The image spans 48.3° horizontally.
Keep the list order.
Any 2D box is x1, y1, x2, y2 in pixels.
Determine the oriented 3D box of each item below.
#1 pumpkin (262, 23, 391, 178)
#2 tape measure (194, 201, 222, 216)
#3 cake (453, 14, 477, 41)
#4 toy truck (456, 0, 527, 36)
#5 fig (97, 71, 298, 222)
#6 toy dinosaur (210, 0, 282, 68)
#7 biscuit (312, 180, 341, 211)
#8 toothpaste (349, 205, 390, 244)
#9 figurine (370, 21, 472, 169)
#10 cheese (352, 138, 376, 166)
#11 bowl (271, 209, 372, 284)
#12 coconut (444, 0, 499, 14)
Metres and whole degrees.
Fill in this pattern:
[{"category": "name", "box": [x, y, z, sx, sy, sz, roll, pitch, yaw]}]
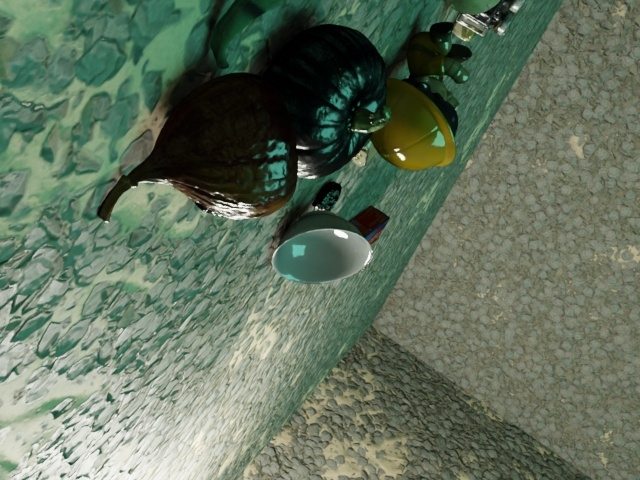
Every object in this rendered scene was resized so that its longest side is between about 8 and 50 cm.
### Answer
[{"category": "pumpkin", "box": [0.001, -0.167, 0.870, 0.194, 0.150, 0.194, -33, 170, -6]}, {"category": "tape measure", "box": [-0.114, -0.073, 0.858, 0.091, 0.054, 0.094, -51, 160, -16]}, {"category": "cake", "box": [0.333, -0.476, 1.544, 0.140, 0.051, 0.055, -44, 162, -50]}, {"category": "toy truck", "box": [0.353, -0.520, 1.314, 0.272, 0.124, 0.157, -59, -176, 43]}, {"category": "fig", "box": [-0.128, -0.086, 0.706, 0.201, 0.146, 0.134, -11, 149, -12]}, {"category": "toy dinosaur", "box": [-0.020, -0.288, 0.636, 0.292, 0.120, 0.079, -35, -175, 16]}, {"category": "biscuit", "box": [0.011, -0.078, 1.391, 0.089, 0.027, 0.087, -43, 162, -48]}, {"category": "toothpaste", "box": [0.079, -0.002, 1.764, 0.320, 0.066, 0.076, -35, 156, -58]}, {"category": "figurine", "box": [0.175, -0.249, 1.279, 0.192, 0.167, 0.257, 64, 38, -61]}, {"category": "cheese", "box": [0.128, -0.232, 1.416, 0.192, 0.037, 0.097, -50, 168, -22]}, {"category": "bowl", "box": [0.000, 0.000, 1.338, 0.189, 0.188, 0.086, 107, -19, -54]}, {"category": "coconut", "box": [0.262, -0.445, 1.205, 0.122, 0.116, 0.116, -51, 168, -46]}]
